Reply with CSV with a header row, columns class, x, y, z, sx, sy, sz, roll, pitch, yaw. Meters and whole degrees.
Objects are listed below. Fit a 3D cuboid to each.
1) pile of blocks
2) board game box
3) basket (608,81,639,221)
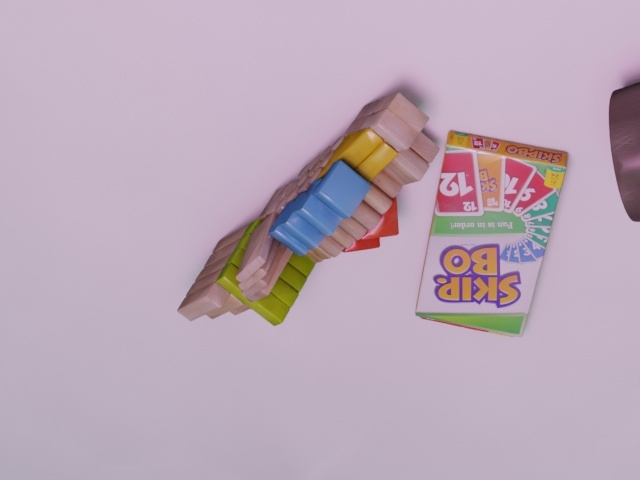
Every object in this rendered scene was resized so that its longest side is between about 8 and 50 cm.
class,x,y,z,sx,sy,sz,roll,pitch,yaw
pile of blocks,0.000,0.000,1.321,0.113,0.149,0.362,38,126,-15
board game box,0.177,0.007,1.358,0.124,0.039,0.259,11,132,6
basket,0.390,-0.093,1.154,0.227,0.154,0.204,-9,127,25
